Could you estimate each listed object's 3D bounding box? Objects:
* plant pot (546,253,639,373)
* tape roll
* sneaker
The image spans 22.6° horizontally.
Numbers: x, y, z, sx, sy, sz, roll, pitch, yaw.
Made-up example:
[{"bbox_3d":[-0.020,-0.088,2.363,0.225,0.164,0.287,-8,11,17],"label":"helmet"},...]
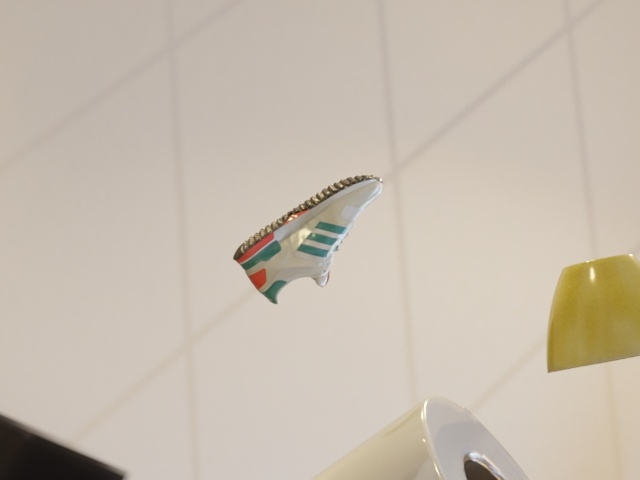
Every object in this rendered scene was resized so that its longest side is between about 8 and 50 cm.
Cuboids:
[{"bbox_3d":[0.269,0.066,1.506,0.134,0.095,0.134,-11,-7,-1],"label":"plant pot"},{"bbox_3d":[0.092,0.271,1.295,0.169,0.246,0.246,-37,-49,14],"label":"tape roll"},{"bbox_3d":[0.000,0.000,1.542,0.075,0.161,0.057,58,-3,-10],"label":"sneaker"}]
